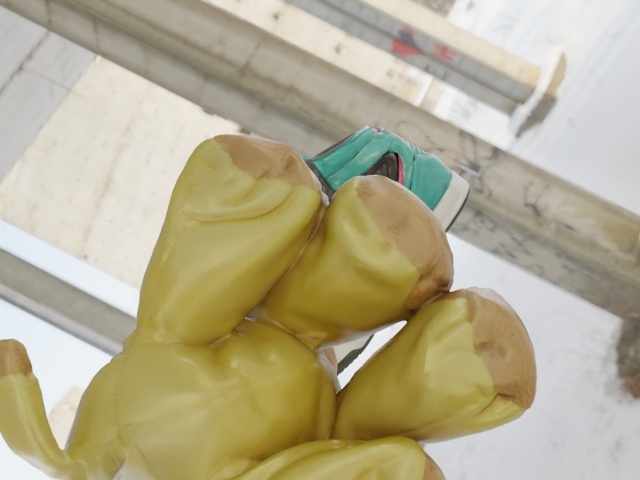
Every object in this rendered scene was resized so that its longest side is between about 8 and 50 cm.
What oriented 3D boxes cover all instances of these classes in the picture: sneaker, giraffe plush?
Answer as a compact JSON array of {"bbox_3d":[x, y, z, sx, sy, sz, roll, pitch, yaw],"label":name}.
[{"bbox_3d":[0.000,0.000,0.839,0.295,0.178,0.124,-53,11,-17],"label":"sneaker"},{"bbox_3d":[-0.031,0.080,0.390,0.210,0.181,0.170,-38,-11,-15],"label":"giraffe plush"}]

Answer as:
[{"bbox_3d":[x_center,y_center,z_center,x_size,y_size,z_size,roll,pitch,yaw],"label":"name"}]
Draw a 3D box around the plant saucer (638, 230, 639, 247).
[{"bbox_3d":[0.429,-0.080,0.887,0.045,0.188,0.188,-106,19,-50],"label":"plant saucer"}]
